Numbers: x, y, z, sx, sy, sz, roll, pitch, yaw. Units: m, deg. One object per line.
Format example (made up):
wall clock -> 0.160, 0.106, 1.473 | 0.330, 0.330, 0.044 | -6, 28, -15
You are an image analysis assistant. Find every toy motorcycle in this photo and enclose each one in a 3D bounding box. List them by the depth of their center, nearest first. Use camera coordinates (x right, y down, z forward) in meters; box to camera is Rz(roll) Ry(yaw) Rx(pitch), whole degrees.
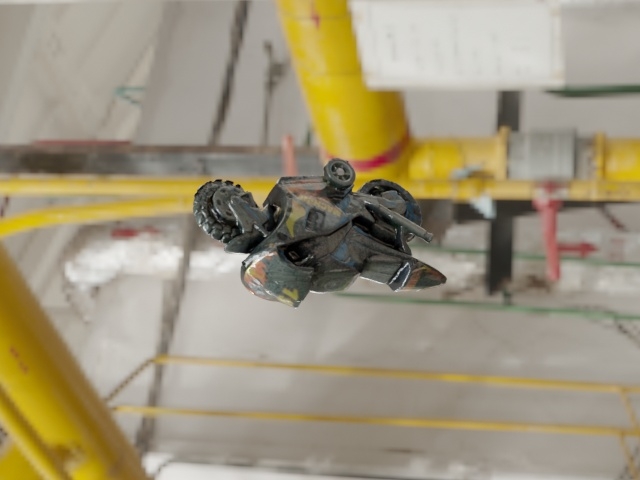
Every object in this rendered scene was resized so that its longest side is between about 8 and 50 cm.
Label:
toy motorcycle -> 0.000, 0.000, 1.810 | 0.108, 0.307, 0.173 | -53, 46, 48
